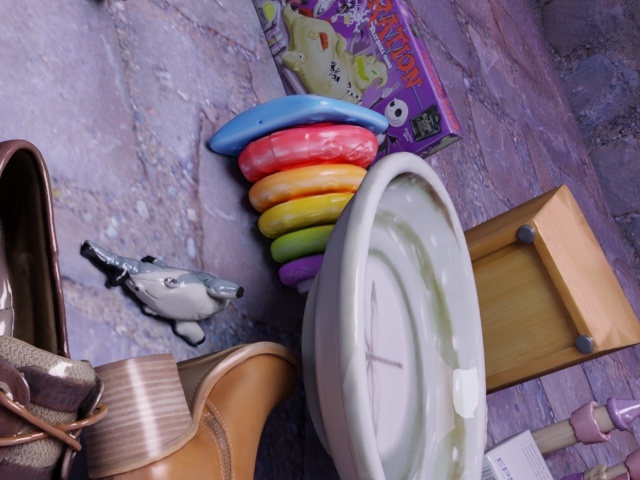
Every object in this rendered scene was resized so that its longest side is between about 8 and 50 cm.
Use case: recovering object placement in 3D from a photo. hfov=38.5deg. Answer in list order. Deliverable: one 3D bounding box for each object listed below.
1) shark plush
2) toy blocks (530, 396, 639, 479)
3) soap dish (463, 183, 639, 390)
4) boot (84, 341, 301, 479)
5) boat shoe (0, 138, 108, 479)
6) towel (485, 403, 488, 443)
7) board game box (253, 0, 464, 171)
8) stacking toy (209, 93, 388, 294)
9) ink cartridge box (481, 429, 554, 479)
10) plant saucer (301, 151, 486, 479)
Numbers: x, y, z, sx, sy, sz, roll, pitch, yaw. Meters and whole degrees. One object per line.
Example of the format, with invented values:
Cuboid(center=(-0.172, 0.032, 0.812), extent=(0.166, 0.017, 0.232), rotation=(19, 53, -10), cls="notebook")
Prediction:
Cuboid(center=(-0.149, 0.041, 0.841), extent=(0.161, 0.073, 0.067), rotation=(13, 31, -32), cls="shark plush")
Cuboid(center=(0.487, 0.417, 1.369), extent=(0.309, 0.260, 0.288), rotation=(56, 26, -12), cls="toy blocks")
Cuboid(center=(0.255, 0.086, 1.247), extent=(0.118, 0.290, 0.229), rotation=(-23, 85, -50), cls="soap dish")
Cuboid(center=(-0.077, 0.199, 0.737), extent=(0.283, 0.109, 0.220), rotation=(13, 61, -71), cls="boot")
Cuboid(center=(-0.199, 0.095, 0.562), extent=(0.123, 0.123, 0.342), rotation=(29, 46, -54), cls="boat shoe")
Cuboid(center=(0.118, 0.215, 1.094), extent=(0.282, 0.049, 0.187), rotation=(42, 45, -35), cls="towel")
Cuboid(center=(0.041, -0.246, 1.249), extent=(0.056, 0.208, 0.347), rotation=(9, 57, -59), cls="board game box")
Cuboid(center=(0.000, 0.000, 1.034), extent=(0.165, 0.175, 0.302), rotation=(7, 71, -56), cls="stacking toy")
Cuboid(center=(0.278, 0.352, 1.139), extent=(0.224, 0.045, 0.223), rotation=(-1, 63, -60), cls="ink cartridge box")
Cuboid(center=(0.069, 0.116, 0.910), extent=(0.400, 0.100, 0.401), rotation=(-6, 90, -66), cls="plant saucer")
